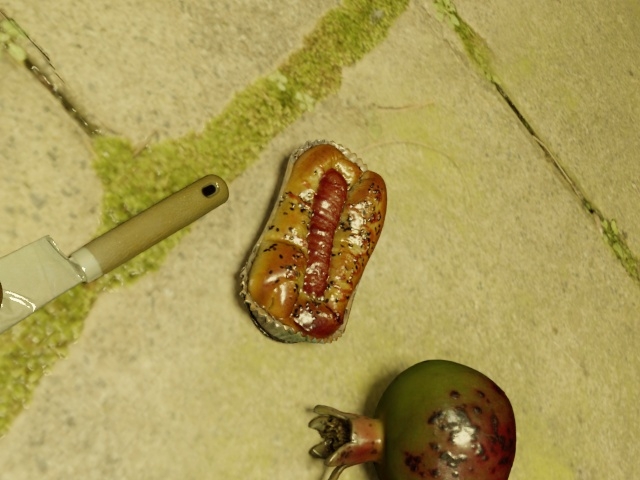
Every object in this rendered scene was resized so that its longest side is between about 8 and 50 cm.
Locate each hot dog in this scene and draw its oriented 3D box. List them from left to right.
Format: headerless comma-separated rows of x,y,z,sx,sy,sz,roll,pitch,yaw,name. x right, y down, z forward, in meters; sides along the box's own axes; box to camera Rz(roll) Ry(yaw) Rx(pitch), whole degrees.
0.000,0.000,0.612,0.108,0.059,0.191,34,57,-20,hot dog

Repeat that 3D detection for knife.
-0.177,0.017,0.486,0.298,0.017,0.047,-37,98,-37,knife

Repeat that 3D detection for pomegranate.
0.080,0.155,0.568,0.159,0.129,0.129,12,66,-35,pomegranate

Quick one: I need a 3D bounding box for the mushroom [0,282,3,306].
-0.306,-0.092,0.345,0.138,0.154,0.407,-31,99,-3,mushroom
